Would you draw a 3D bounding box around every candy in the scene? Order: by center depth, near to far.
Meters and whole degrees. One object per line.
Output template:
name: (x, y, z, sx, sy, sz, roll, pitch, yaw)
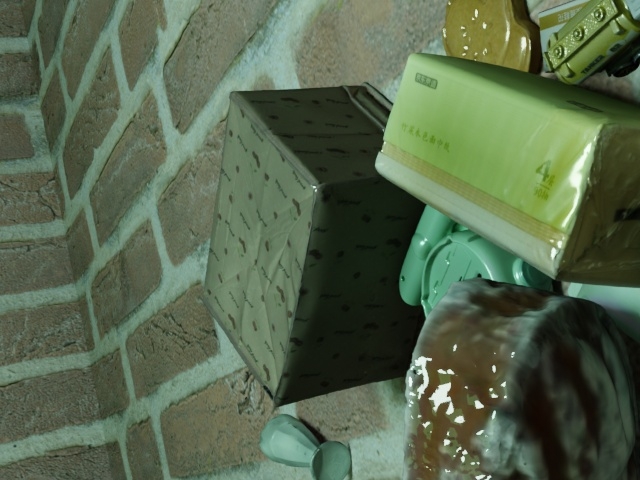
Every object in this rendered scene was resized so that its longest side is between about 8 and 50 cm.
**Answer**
candy: (0.169, 0.172, 0.737, 0.157, 0.214, 0.289, 9, 123, 47)

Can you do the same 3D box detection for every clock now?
clock: (0.162, 0.058, 0.900, 0.211, 0.066, 0.159, 56, 144, 39)

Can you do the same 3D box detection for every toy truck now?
toy truck: (0.214, -0.156, 0.649, 0.123, 0.063, 0.052, -45, 57, 58)

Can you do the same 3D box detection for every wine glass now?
wine glass: (-0.021, 0.300, 1.321, 0.155, 0.073, 0.073, 8, 104, 59)

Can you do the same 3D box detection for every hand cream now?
hand cream: (0.267, 0.061, 0.716, 0.205, 0.050, 0.078, 50, 130, 52)

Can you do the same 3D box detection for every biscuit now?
biscuit: (0.160, -0.199, 0.877, 0.140, 0.023, 0.118, 49, 139, 48)

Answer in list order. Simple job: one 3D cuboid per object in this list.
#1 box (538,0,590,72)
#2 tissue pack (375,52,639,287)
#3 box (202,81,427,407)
box: (0.250, -0.169, 0.690, 0.218, 0.040, 0.055, 1, 97, 63)
tissue pack: (0.177, -0.059, 0.721, 0.234, 0.159, 0.125, 39, 120, 54)
box: (0.000, 0.000, 1.065, 0.225, 0.190, 0.297, 49, 139, 45)
